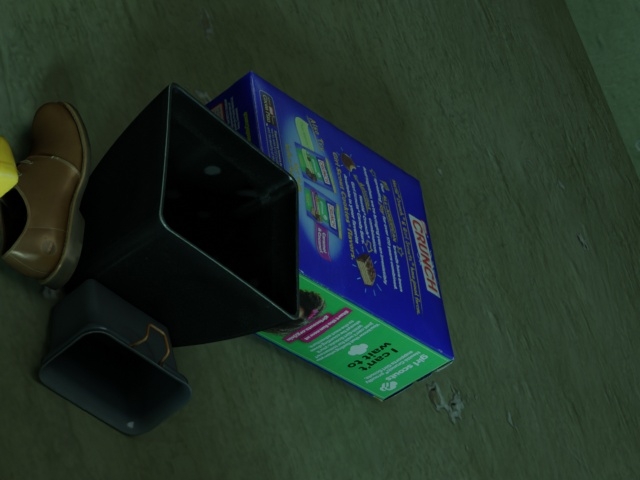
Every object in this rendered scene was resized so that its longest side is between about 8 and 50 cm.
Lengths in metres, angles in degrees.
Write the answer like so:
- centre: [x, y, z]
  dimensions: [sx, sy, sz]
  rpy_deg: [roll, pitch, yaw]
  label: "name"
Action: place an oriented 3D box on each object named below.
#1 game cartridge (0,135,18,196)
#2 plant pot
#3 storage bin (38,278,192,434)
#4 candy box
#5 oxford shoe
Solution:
- centre: [-0.402, -0.009, 1.030]
  dimensions: [0.323, 0.285, 0.053]
  rpy_deg: [16, 46, -51]
  label: "game cartridge"
- centre: [-0.142, -0.002, 1.566]
  dimensions: [0.188, 0.167, 0.187]
  rpy_deg: [37, 37, -35]
  label: "plant pot"
- centre: [-0.187, 0.098, 1.489]
  dimensions: [0.135, 0.098, 0.091]
  rpy_deg: [37, 26, -36]
  label: "storage bin"
- centre: [0.000, 0.000, 1.838]
  dimensions: [0.317, 0.122, 0.268]
  rpy_deg: [30, 40, -41]
  label: "candy box"
- centre: [-0.265, -0.058, 1.523]
  dimensions: [0.076, 0.076, 0.212]
  rpy_deg: [25, 42, -31]
  label: "oxford shoe"
